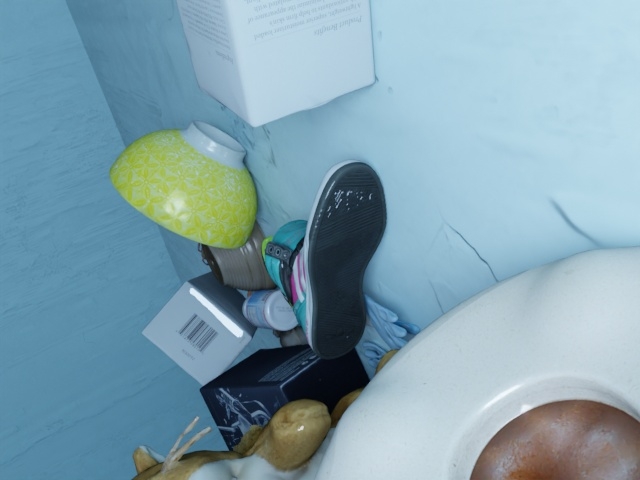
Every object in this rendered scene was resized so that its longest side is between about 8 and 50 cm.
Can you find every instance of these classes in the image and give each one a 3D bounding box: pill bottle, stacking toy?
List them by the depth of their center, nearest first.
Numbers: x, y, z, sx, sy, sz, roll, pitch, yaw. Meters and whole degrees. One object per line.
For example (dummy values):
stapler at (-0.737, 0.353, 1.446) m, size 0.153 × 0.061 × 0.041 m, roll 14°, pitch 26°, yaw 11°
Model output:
stacking toy at (0.247, 0.272, 0.364) m, size 0.480 × 0.350 × 0.350 m, roll 50°, pitch 163°, yaw -17°
pill bottle at (-0.110, 0.150, 1.206) m, size 0.160 × 0.087 × 0.087 m, roll -9°, pitch 106°, yaw 60°

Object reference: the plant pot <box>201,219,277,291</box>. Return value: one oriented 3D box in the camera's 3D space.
plant pot at (-0.202, 0.029, 1.279) m, size 0.237 × 0.110 × 0.237 m, roll 50°, pitch 156°, yaw 33°

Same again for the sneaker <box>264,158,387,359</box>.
sneaker at (0.000, 0.000, 0.771) m, size 0.178 × 0.124 × 0.295 m, roll 50°, pitch 141°, yaw 48°

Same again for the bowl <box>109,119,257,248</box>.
bowl at (-0.226, -0.130, 1.044) m, size 0.289 × 0.289 × 0.156 m, roll 46°, pitch 110°, yaw 38°

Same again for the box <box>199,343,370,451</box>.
box at (-0.027, 0.388, 1.067) m, size 0.312 × 0.179 × 0.343 m, roll -21°, pitch 95°, yaw 51°

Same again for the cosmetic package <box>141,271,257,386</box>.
cosmetic package at (-0.263, 0.197, 1.338) m, size 0.197 × 0.155 × 0.365 m, roll 41°, pitch 178°, yaw 0°

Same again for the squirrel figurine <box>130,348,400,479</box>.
squirrel figurine at (-0.054, 0.343, 0.706) m, size 0.397 × 0.370 × 0.281 m, roll 102°, pitch 157°, yaw -61°

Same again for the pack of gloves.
pack of gloves at (0.108, 0.157, 0.816) m, size 0.195 × 0.046 × 0.232 m, roll 70°, pitch 168°, yaw -17°

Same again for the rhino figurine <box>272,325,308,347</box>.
rhino figurine at (-0.022, 0.290, 1.206) m, size 0.243 × 0.073 × 0.106 m, roll 65°, pitch 161°, yaw -3°

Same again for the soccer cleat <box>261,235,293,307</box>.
soccer cleat at (-0.068, 0.076, 1.091) m, size 0.179 × 0.060 × 0.072 m, roll 61°, pitch 160°, yaw 1°

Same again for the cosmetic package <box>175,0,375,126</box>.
cosmetic package at (-0.051, -0.240, 0.558) m, size 0.151 × 0.151 × 0.183 m, roll 42°, pitch 149°, yaw 45°

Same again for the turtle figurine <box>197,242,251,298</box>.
turtle figurine at (-0.280, 0.035, 1.492) m, size 0.269 × 0.087 × 0.217 m, roll 63°, pitch 164°, yaw -18°
